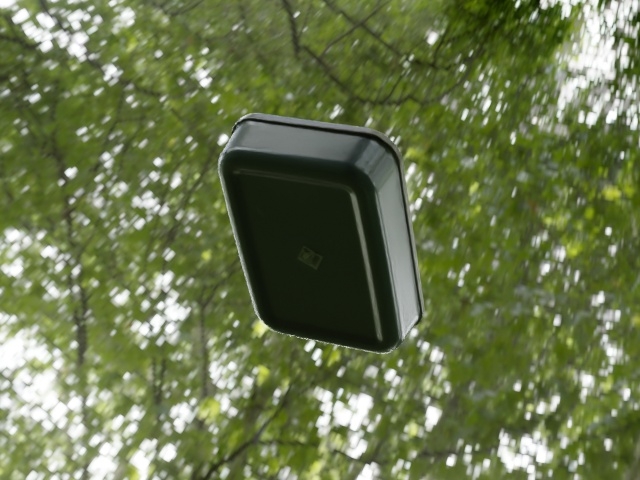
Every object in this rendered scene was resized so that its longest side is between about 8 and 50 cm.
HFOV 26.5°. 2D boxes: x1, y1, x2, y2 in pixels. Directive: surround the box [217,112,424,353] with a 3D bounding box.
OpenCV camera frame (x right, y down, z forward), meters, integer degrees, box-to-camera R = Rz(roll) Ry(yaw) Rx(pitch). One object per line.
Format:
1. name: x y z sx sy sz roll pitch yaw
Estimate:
1. box: 0.000 0.000 0.664 0.091 0.031 0.126 11 -46 23
